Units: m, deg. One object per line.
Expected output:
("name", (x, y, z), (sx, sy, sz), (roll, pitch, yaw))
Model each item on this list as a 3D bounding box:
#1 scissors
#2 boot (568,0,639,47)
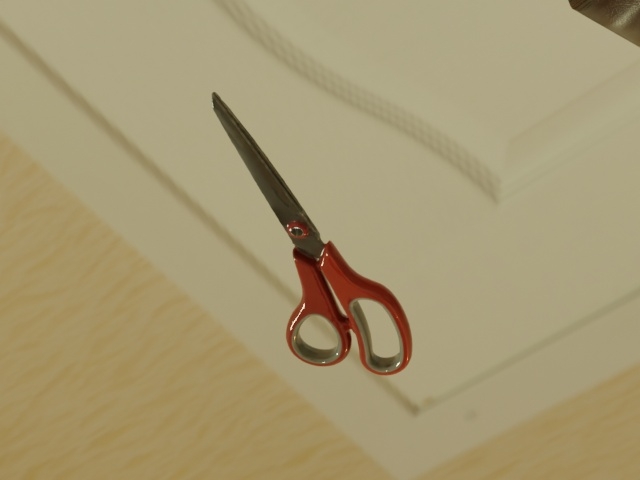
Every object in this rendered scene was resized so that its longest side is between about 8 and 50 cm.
("scissors", (0.000, 0.000, 1.094), (0.021, 0.109, 0.297), (-70, -28, -47))
("boot", (0.141, -0.091, 0.449), (0.106, 0.114, 0.037), (52, -176, 10))
